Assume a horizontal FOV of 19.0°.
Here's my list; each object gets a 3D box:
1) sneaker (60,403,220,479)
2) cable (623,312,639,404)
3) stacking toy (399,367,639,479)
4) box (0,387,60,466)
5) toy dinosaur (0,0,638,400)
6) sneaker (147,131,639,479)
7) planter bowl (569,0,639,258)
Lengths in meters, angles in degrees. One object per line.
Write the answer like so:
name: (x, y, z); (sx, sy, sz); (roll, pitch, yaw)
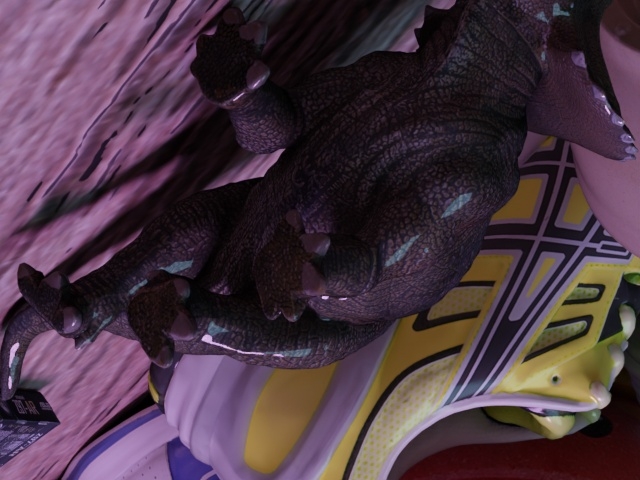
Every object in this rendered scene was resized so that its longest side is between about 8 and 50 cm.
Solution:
sneaker: (-0.099, 0.216, 1.059); (0.315, 0.182, 0.127); (-39, 168, 19)
cable: (0.277, 0.044, 0.951); (0.257, 0.089, 0.257); (-6, -162, 17)
stacking toy: (0.132, 0.153, 1.101); (0.350, 0.351, 0.480); (-47, -159, 43)
box: (-0.162, 0.096, 0.838); (0.083, 0.018, 0.067); (-36, 167, 8)
toy dinosaur: (0.000, 0.000, 0.675); (0.160, 0.121, 0.313); (1, 140, -46)
sneaker: (0.111, 0.010, 0.912); (0.385, 0.147, 0.145); (-36, 165, -4)
planter bowl: (0.166, -0.079, 0.759); (0.162, 0.162, 0.109); (-34, 140, 0)
